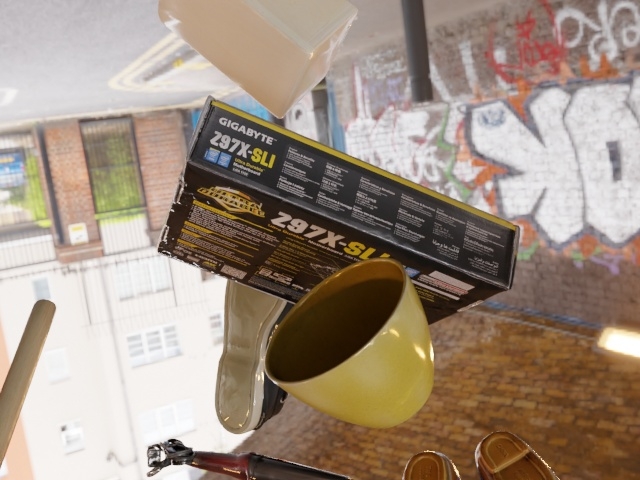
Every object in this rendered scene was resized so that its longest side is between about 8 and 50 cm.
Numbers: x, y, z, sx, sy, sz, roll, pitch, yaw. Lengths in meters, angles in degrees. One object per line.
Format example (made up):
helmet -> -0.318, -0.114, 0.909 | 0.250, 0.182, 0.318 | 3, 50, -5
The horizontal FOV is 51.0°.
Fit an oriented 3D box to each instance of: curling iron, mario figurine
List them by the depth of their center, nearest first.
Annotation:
mario figurine -> 0.183, 0.314, 0.624 | 0.198, 0.320, 0.170 | 9, -124, 34
curling iron -> -0.076, 0.233, 0.670 | 0.274, 0.035, 0.068 | -3, 177, 35

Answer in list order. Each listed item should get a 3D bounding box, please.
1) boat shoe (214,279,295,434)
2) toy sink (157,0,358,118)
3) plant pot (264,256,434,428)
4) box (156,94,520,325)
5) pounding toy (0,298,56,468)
boat shoe -> -0.072, 0.127, 1.037 | 0.127, 0.339, 0.113 | 8, -179, 40
toy sink -> -0.089, -0.317, 0.933 | 0.131, 0.234, 0.153 | -50, 178, -30
plant pot -> 0.036, 0.093, 0.536 | 0.134, 0.095, 0.134 | -32, -158, 15
box -> 0.000, 0.000, 0.712 | 0.322, 0.079, 0.257 | 21, 154, -11
pounding toy -> -0.223, 0.094, 0.343 | 0.206, 0.094, 0.181 | 41, -135, 25
